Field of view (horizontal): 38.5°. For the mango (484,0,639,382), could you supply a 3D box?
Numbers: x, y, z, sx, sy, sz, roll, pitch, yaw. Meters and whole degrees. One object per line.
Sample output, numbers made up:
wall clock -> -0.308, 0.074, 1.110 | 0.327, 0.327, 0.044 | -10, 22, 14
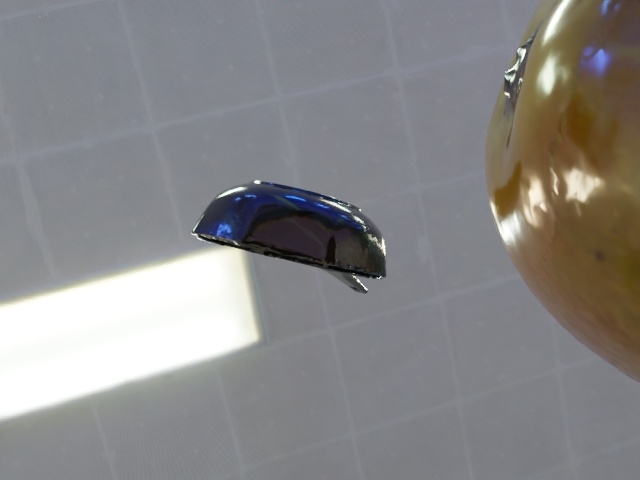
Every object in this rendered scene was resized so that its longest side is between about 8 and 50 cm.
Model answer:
mango -> 0.273, -0.014, 0.330 | 0.300, 0.445, 0.232 | 8, -82, -58

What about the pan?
pan -> -0.016, -0.004, 0.644 | 0.128, 0.202, 0.048 | 15, -95, 0
